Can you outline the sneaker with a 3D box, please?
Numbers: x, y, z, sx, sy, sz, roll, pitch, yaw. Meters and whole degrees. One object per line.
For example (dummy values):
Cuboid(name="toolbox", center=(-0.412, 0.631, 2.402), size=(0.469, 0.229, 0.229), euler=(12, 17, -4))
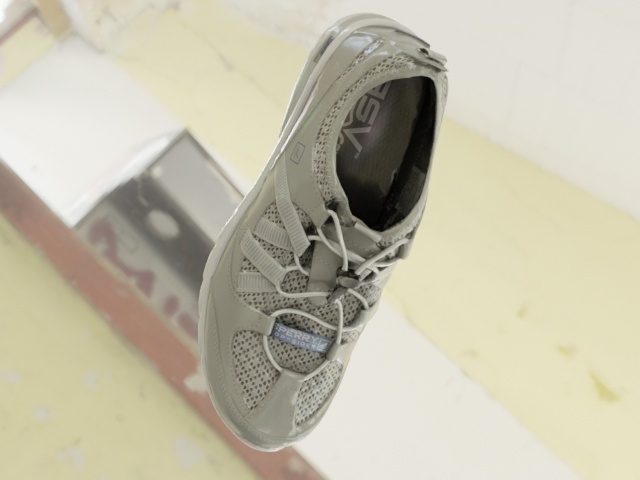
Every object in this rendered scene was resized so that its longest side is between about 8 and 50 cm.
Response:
Cuboid(name="sneaker", center=(0.000, 0.000, 0.700), size=(0.105, 0.281, 0.115), euler=(13, 9, -19))
